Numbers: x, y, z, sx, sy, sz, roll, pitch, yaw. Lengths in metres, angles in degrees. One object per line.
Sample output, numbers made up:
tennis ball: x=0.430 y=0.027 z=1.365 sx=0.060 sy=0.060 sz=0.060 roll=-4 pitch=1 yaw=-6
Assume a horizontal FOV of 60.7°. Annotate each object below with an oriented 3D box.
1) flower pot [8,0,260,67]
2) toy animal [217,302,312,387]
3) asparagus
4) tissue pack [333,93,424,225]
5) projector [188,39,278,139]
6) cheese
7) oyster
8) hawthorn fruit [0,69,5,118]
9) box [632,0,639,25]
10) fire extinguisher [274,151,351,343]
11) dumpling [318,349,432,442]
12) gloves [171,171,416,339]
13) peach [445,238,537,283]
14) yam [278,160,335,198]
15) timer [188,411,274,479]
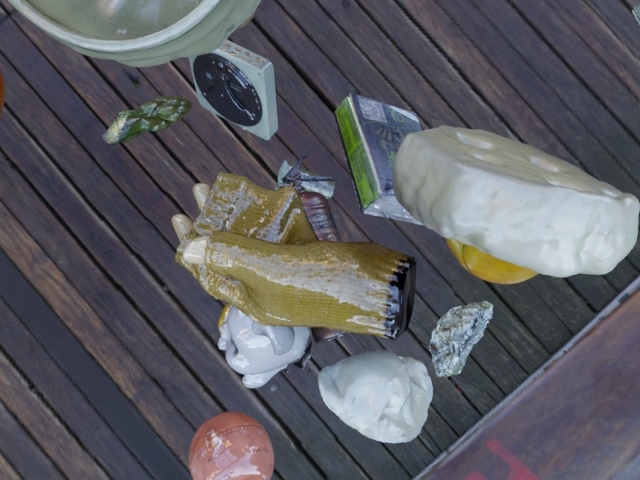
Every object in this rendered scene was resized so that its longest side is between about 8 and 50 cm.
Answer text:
flower pot: x=-0.176 y=-0.342 z=0.572 sx=0.307 sy=0.244 sz=0.307 roll=2 pitch=110 yaw=5
toy animal: x=-0.092 y=0.141 z=0.948 sx=0.154 sy=0.325 sz=0.208 roll=20 pitch=56 yaw=-13
asparagus: x=-0.396 y=-0.297 z=1.295 sx=0.080 sy=0.287 sz=0.080 roll=12 pitch=118 yaw=24
tissue pack: x=0.216 y=-0.248 z=1.676 sx=0.288 sy=0.124 sz=0.394 roll=7 pitch=55 yaw=-33
projector: x=-0.241 y=-0.415 z=1.481 sx=0.257 sy=0.259 sz=0.079 roll=29 pitch=62 yaw=16
cheese: x=0.261 y=-0.066 z=0.751 sx=0.318 sy=0.326 sz=0.115 roll=22 pitch=116 yaw=19
oyster: x=0.293 y=0.204 z=1.146 sx=0.125 sy=0.064 sz=0.177 roll=15 pitch=94 yaw=-38
hawthorn fruit: x=-0.552 y=-0.151 z=0.795 sx=0.165 sy=0.165 sz=0.285 roll=5 pitch=90 yaw=-1
box: x=0.628 y=-0.294 z=0.818 sx=0.220 sy=0.166 sz=0.290 roll=-14 pitch=75 yaw=-40
fire extinguisher: x=0.000 y=0.000 z=0.976 sx=0.138 sy=0.102 sz=0.344 roll=-11 pitch=76 yaw=-29
dumpling: x=0.084 y=0.224 z=0.768 sx=0.100 sy=0.169 sz=0.134 roll=-41 pitch=52 yaw=24
gloves: x=-0.046 y=0.034 z=0.730 sx=0.356 sy=0.203 sz=0.155 roll=25 pitch=117 yaw=10
peach: x=0.473 y=-0.044 z=1.337 sx=0.308 sy=0.289 sz=0.289 roll=-4 pitch=86 yaw=-12
yam: x=-0.041 y=-0.169 z=1.590 sx=0.169 sy=0.068 sz=0.068 roll=22 pitch=85 yaw=-23
timer: x=-0.242 y=0.593 z=1.492 sx=0.229 sy=0.215 sz=0.229 roll=-13 pitch=121 yaw=-23
